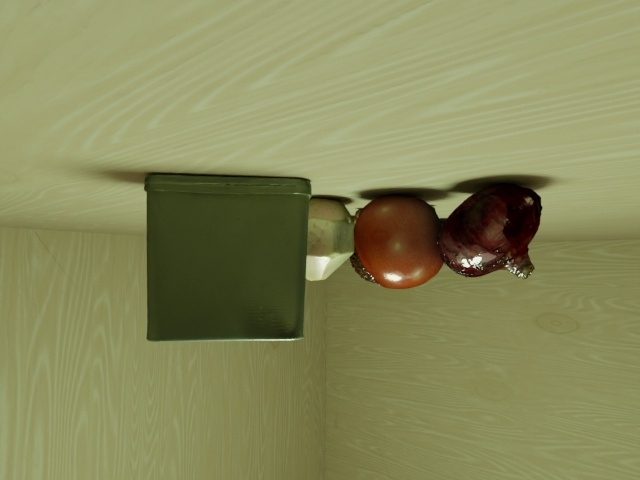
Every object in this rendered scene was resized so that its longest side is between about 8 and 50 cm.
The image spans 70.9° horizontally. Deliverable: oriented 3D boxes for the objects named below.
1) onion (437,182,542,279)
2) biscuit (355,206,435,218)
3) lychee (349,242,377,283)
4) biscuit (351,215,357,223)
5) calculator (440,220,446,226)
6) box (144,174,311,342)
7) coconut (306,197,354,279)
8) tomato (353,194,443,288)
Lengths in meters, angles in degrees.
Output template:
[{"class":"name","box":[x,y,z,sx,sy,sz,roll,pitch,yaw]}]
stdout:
[{"class":"onion","box":[0.393,-0.007,1.011,0.252,0.219,0.252,-36,161,-14]},{"class":"biscuit","box":[0.225,-0.079,1.376,0.164,0.047,0.207,2,176,-31]},{"class":"lychee","box":[0.215,0.032,1.791,0.271,0.272,0.271,1,177,0]},{"class":"biscuit","box":[0.115,-0.064,1.678,0.299,0.045,0.154,-3,175,37]},{"class":"calculator","box":[0.426,-0.044,1.730,0.210,0.039,0.121,-2,-165,43]},{"class":"box","box":[-0.201,0.041,1.004,0.351,0.344,0.177,1,179,-8]},{"class":"coconut","box":[0.000,0.000,1.263,0.197,0.237,0.237,-2,176,16]},{"class":"tomato","box":[0.203,0.003,1.160,0.224,0.256,0.255,-17,169,24]}]
